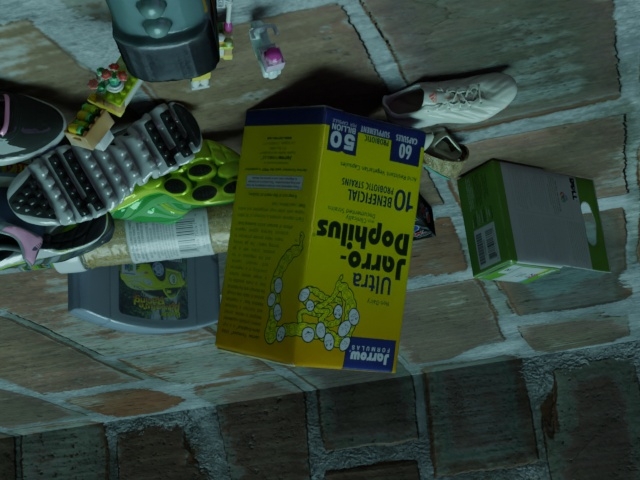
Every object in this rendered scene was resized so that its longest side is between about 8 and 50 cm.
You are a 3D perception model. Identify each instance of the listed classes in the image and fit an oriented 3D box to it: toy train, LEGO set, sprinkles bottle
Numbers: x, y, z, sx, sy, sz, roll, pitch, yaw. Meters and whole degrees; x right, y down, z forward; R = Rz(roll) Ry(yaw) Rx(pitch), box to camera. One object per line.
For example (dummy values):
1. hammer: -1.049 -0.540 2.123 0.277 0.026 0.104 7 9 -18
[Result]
1. toy train: -0.161 -0.291 1.150 0.142 0.190 0.334 -6 162 -2
2. LEGO set: -0.187 -0.222 1.442 0.287 0.132 0.107 -24 161 -17
3. sprinkles bottle: -0.271 -0.023 2.024 0.355 0.121 0.121 -7 162 1

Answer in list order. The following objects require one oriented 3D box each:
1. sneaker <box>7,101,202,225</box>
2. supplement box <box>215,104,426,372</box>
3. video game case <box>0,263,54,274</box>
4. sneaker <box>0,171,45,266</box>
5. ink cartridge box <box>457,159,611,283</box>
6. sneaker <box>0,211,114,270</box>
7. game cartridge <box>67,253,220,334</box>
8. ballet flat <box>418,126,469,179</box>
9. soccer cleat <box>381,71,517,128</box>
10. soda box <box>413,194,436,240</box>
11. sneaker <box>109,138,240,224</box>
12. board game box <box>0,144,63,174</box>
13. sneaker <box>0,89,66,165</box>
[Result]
1. sneaker: -0.307 -0.097 1.703 0.292 0.110 0.118 -27 -171 -30
2. supplement box: 0.000 0.000 1.747 0.194 0.357 0.195 8 178 -38
3. video game case: -0.544 0.010 2.191 0.206 0.026 0.227 -7 161 2
4. sneaker: -0.539 -0.015 1.670 0.318 0.131 0.112 -6 162 -2
5. ink cartridge box: 0.378 -0.023 2.125 0.255 0.189 0.097 7 157 -36
6. sneaker: -0.442 0.002 1.802 0.299 0.111 0.121 -7 166 10
7. game cartridge: -0.310 0.069 2.171 0.294 0.196 0.060 7 165 -35
8. ballet flat: 0.162 -0.151 1.900 0.206 0.073 0.067 12 127 -49
9. soccer cleat: 0.183 -0.201 1.733 0.196 0.068 0.076 -11 158 24
10. soda box: 0.160 -0.049 2.182 0.053 0.060 0.169 -11 161 17
11. sneaker: -0.230 -0.089 1.888 0.295 0.110 0.123 -4 166 25
12. board game box: -0.551 -0.071 1.848 0.301 0.086 0.308 9 156 -39
13. sneaker: -0.466 -0.169 1.545 0.295 0.105 0.147 5 164 -19
